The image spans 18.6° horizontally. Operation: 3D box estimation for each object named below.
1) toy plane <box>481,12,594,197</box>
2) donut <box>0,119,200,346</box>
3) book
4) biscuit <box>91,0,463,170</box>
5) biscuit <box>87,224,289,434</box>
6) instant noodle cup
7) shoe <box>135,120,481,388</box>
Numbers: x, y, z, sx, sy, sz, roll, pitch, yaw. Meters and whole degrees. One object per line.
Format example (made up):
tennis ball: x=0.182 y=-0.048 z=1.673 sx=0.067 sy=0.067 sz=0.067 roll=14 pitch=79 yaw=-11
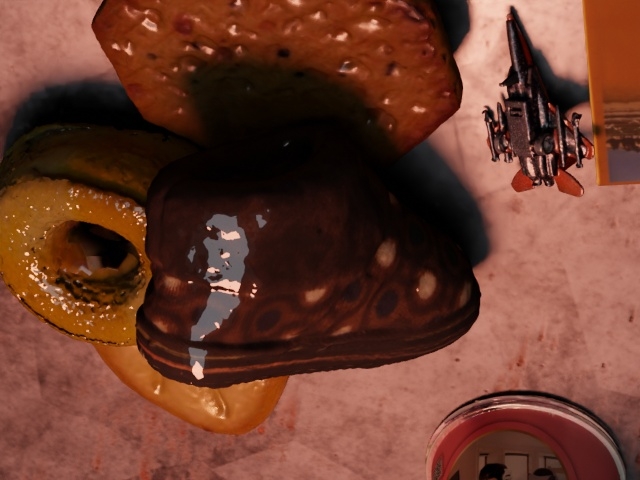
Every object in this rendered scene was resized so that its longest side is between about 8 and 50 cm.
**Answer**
toy plane: x=0.200 y=-0.128 z=1.893 sx=0.130 sy=0.061 sz=0.189 roll=7 pitch=129 yaw=43
donut: x=-0.220 y=0.003 z=1.987 sx=0.272 sy=0.107 sz=0.272 roll=7 pitch=125 yaw=10
book: x=0.375 y=-0.187 z=1.791 sx=0.262 sy=0.028 sz=0.374 roll=-3 pitch=138 yaw=10
biscuit: x=-0.039 y=-0.176 z=1.848 sx=0.359 sy=0.046 sz=0.359 roll=9 pitch=149 yaw=6
biscuit: x=-0.173 y=0.110 z=2.141 sx=0.299 sy=0.045 sz=0.154 roll=39 pitch=122 yaw=-16
instant noodle cup: x=0.211 y=0.337 z=2.109 sx=0.243 sy=0.255 sz=0.244 roll=6 pitch=128 yaw=7
shoe: x=0.000 y=0.000 z=1.900 sx=0.384 sy=0.171 sz=0.237 roll=-6 pitch=116 yaw=-33
